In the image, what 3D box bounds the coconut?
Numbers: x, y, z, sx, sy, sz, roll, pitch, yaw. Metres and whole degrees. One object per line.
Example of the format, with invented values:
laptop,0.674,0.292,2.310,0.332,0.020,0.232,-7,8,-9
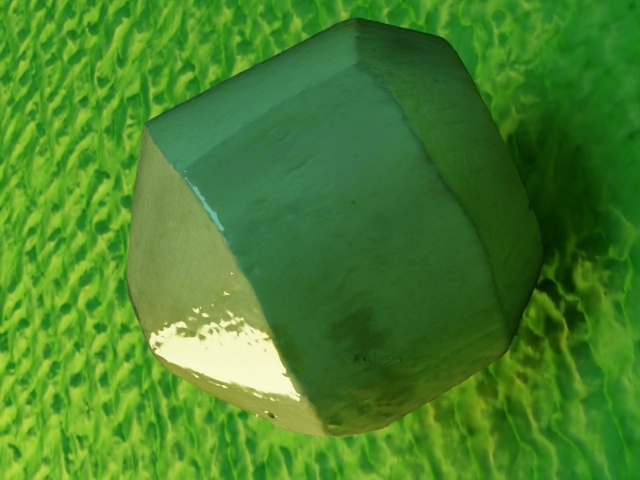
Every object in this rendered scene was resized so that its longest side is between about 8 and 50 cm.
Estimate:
coconut,-0.001,-0.002,1.091,0.241,0.241,0.241,-28,54,47
